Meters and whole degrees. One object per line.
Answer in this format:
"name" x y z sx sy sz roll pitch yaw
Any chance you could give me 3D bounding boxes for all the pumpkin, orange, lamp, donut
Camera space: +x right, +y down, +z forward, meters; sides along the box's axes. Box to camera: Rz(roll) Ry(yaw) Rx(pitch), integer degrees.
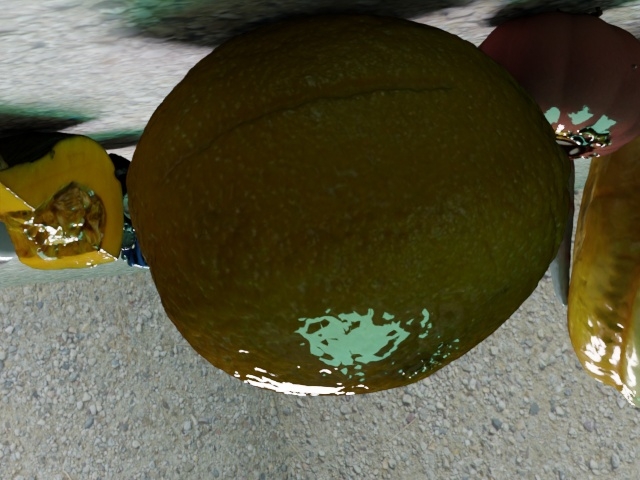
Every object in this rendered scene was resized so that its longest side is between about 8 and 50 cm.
"pumpkin" -0.310 -0.062 1.265 0.131 0.125 0.248 -3 160 22
"orange" 0.026 -0.034 1.037 0.357 0.322 0.322 -15 178 -12
"lamp" 0.227 -0.152 1.170 0.182 0.140 0.182 7 169 1
"donut" 0.412 -0.025 1.432 0.198 0.448 0.449 13 -175 20

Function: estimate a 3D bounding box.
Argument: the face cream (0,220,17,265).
"face cream" -0.403 -0.026 1.481 0.104 0.117 0.117 -2 -178 36

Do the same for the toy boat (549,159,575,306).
"toy boat" 0.284 -0.061 1.495 0.096 0.282 0.206 -5 175 2

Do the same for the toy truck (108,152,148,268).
"toy truck" -0.236 -0.033 1.479 0.208 0.126 0.113 9 -168 -30
